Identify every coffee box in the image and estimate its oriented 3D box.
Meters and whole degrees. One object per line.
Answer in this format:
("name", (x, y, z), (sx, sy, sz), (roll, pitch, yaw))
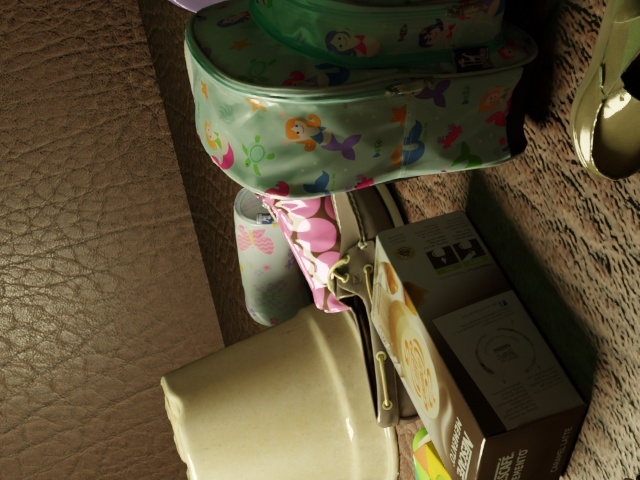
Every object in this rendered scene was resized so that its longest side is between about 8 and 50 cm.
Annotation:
("coffee box", (0.139, 0.111, 0.973), (0.141, 0.098, 0.246), (89, 161, -48))

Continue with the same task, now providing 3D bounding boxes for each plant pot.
("plant pot", (-0.080, 0.275, 1.616), (0.334, 0.306, 0.333), (165, 90, -77))

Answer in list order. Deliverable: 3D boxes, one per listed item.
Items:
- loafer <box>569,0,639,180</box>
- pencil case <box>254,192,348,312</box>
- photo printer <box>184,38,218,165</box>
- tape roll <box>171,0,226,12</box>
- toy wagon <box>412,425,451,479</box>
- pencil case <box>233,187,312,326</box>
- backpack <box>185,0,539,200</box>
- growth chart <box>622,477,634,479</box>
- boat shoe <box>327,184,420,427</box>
("loafer", (0.191, -0.092, 0.622), (0.050, 0.056, 0.148), (-110, 12, -48))
("pencil case", (0.000, 0.000, 1.334), (0.209, 0.098, 0.095), (63, 168, -16))
("photo printer", (-0.142, -0.235, 1.728), (0.307, 0.107, 0.256), (-141, 38, -69))
("tape roll", (-0.150, -0.404, 1.387), (0.080, 0.189, 0.189), (-139, 36, -67))
("toy wagon", (0.186, 0.378, 1.153), (0.267, 0.068, 0.344), (-130, 28, -61))
("pencil case", (-0.078, 0.025, 1.744), (0.113, 0.124, 0.273), (-91, 0, -47))
("backpack", (0.022, -0.143, 0.809), (0.225, 0.254, 0.191), (-125, 22, -48))
("growth chart", (0.290, 0.303, 0.740), (0.237, 0.021, 0.171), (-134, 31, -64))
("boat shoe", (0.065, 0.062, 1.228), (0.116, 0.097, 0.324), (122, 132, -74))
